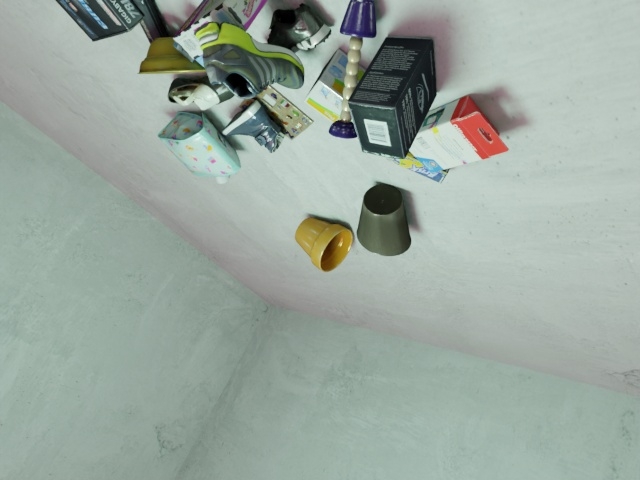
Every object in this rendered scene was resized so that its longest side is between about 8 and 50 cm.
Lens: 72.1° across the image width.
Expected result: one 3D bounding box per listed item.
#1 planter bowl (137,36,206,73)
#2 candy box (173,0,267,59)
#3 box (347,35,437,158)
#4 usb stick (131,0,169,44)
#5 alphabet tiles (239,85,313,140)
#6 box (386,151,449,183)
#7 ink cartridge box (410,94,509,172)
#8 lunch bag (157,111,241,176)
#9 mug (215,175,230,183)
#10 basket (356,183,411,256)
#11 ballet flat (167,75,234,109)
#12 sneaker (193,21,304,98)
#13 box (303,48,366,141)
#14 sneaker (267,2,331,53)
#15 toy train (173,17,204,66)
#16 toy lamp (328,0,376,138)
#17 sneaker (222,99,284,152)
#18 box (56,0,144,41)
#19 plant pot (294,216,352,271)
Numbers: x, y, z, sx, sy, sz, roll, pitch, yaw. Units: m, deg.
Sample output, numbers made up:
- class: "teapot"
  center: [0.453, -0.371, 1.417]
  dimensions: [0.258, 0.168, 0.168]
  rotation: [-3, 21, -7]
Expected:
- class: "planter bowl"
  center: [-0.409, -0.520, 1.238]
  dimensions: [0.217, 0.217, 0.090]
  rotation: [12, 115, 35]
- class: "candy box"
  center: [-0.215, -0.514, 0.990]
  dimensions: [0.233, 0.159, 0.071]
  rotation: [3, 149, 48]
- class: "box"
  center: [0.161, -0.306, 0.942]
  dimensions: [0.108, 0.207, 0.153]
  rotation: [17, 155, 27]
- class: "usb stick"
  center: [-0.478, -0.618, 1.221]
  dimensions: [0.077, 0.045, 0.278]
  rotation: [21, 158, 14]
- class: "alphabet tiles"
  center: [-0.151, -0.392, 1.389]
  dimensions: [0.198, 0.009, 0.237]
  rotation: [36, 158, -19]
- class: "box"
  center: [0.271, -0.222, 1.205]
  dimensions: [0.169, 0.054, 0.059]
  rotation: [25, 158, 6]
- class: "ink cartridge box"
  center: [0.322, -0.251, 1.046]
  dimensions: [0.134, 0.078, 0.231]
  rotation: [38, 156, -26]
- class: "lunch bag"
  center: [-0.432, -0.347, 1.623]
  dimensions: [0.262, 0.160, 0.223]
  rotation: [16, 155, 41]
- class: "mug"
  center: [-0.437, -0.288, 1.892]
  dimensions: [0.078, 0.062, 0.064]
  rotation: [11, 146, 22]
- class: "basket"
  center: [0.211, -0.073, 1.491]
  dimensions: [0.204, 0.154, 0.227]
  rotation: [22, 154, 21]
- class: "ballet flat"
  center: [-0.381, -0.460, 1.391]
  dimensions: [0.280, 0.096, 0.095]
  rotation: [11, 152, 35]
- class: "sneaker"
  center: [-0.146, -0.369, 0.973]
  dimensions: [0.111, 0.121, 0.300]
  rotation: [0, -177, 39]
- class: "box"
  center: [0.081, -0.343, 1.080]
  dimensions: [0.203, 0.114, 0.103]
  rotation: [32, 158, -14]
- class: "sneaker"
  center: [-0.087, -0.482, 1.028]
  dimensions: [0.234, 0.078, 0.106]
  rotation: [-2, 141, 45]
- class: "toy train"
  center: [-0.293, -0.505, 1.173]
  dimensions: [0.184, 0.105, 0.080]
  rotation: [38, 157, -23]
- class: "toy lamp"
  center: [0.069, -0.363, 0.944]
  dimensions: [0.080, 0.080, 0.274]
  rotation: [20, 123, 19]
- class: "sneaker"
  center: [-0.217, -0.347, 1.436]
  dimensions: [0.163, 0.086, 0.226]
  rotation: [42, 153, -26]
- class: "box"
  center: [-0.654, -0.693, 1.177]
  dimensions: [0.293, 0.073, 0.295]
  rotation: [19, 155, 43]
- class: "plant pot"
  center: [0.000, 0.000, 1.858]
  dimensions: [0.188, 0.205, 0.205]
  rotation: [33, 163, 30]
